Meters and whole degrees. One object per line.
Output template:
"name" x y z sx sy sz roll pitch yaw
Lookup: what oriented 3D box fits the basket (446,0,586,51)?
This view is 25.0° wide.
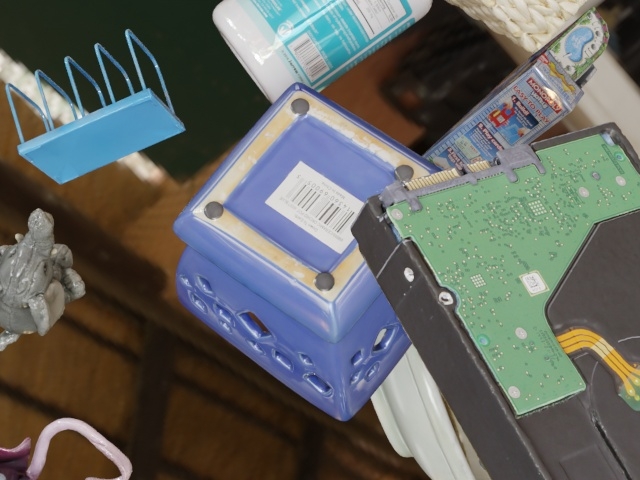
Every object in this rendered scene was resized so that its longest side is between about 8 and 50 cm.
"basket" 0.214 -0.475 1.915 0.328 0.266 0.331 39 -175 -36

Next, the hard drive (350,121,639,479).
"hard drive" 0.198 0.086 1.007 0.237 0.064 0.339 -17 -114 -31

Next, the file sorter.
"file sorter" -0.271 -0.160 1.717 0.118 0.170 0.104 48 -160 -69

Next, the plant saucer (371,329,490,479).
"plant saucer" 0.124 0.176 1.943 0.400 0.101 0.400 -19 -90 -81

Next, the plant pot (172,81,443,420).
"plant pot" 0.000 0.000 1.433 0.236 0.236 0.212 34 161 17

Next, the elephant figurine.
"elephant figurine" -0.462 0.064 2.234 0.239 0.169 0.186 158 94 -86

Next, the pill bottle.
"pill bottle" 0.022 -0.271 1.606 0.146 0.264 0.146 54 179 1

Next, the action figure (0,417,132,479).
"action figure" -0.467 0.369 1.986 0.248 0.276 0.370 45 147 -1

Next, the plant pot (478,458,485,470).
"plant pot" 0.321 0.215 1.705 0.187 0.188 0.167 25 -174 17

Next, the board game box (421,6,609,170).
"board game box" 0.212 -0.143 1.447 0.060 0.194 0.194 49 153 -3
